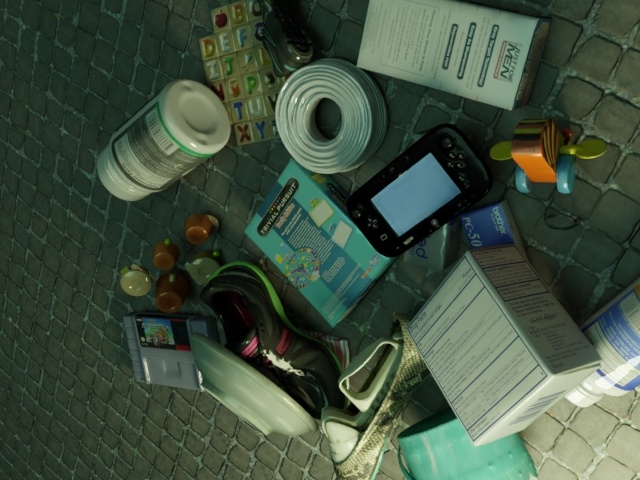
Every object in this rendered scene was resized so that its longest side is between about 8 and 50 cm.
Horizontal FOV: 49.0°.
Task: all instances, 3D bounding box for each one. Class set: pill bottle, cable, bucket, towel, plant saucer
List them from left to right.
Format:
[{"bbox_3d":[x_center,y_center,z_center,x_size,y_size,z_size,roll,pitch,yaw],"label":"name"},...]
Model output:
[{"bbox_3d":[-0.417,-0.248,1.818,0.361,0.204,0.204,-26,89,40],"label":"pill bottle"},{"bbox_3d":[-0.191,0.390,1.777,0.400,0.100,0.400,34,163,12],"label":"plant saucer"},{"bbox_3d":[-0.012,0.309,1.823,0.197,0.029,0.144,7,108,32],"label":"towel"},{"bbox_3d":[0.021,-0.279,1.584,0.257,0.089,0.257,-20,93,33],"label":"cable"},{"bbox_3d":[0.307,0.461,1.510,0.281,0.281,0.183,-31,77,36],"label":"bucket"},{"bbox_3d":[0.568,0.197,1.323,0.152,0.152,0.272,47,125,13],"label":"pill bottle"}]

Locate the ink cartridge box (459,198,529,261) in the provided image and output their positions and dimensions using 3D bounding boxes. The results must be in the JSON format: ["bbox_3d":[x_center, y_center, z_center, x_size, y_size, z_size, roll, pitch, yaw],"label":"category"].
[{"bbox_3d":[0.374,0.026,1.469,0.097,0.046,0.207,-19,93,35],"label":"ink cartridge box"}]

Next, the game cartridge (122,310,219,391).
[{"bbox_3d":[-0.445,0.329,2.104,0.355,0.068,0.230,-1,107,34],"label":"game cartridge"}]

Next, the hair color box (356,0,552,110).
[{"bbox_3d":[0.256,-0.389,1.388,0.347,0.105,0.174,24,116,27],"label":"hair color box"}]

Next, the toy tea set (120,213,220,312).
[{"bbox_3d":[-0.390,0.056,1.956,0.336,0.124,0.200,-38,116,18],"label":"toy tea set"}]

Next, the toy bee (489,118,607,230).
[{"bbox_3d":[0.416,-0.159,1.309,0.195,0.298,0.162,11,71,12],"label":"toy bee"}]

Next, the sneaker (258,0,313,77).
[{"bbox_3d":[-0.105,-0.495,1.586,0.106,0.101,0.267,-39,62,48],"label":"sneaker"}]

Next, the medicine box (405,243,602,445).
[{"bbox_3d":[0.342,0.200,1.371,0.289,0.149,0.263,61,140,30],"label":"medicine box"}]

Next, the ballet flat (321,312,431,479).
[{"bbox_3d":[0.107,0.368,1.605,0.182,0.164,0.483,23,103,-22],"label":"ballet flat"}]

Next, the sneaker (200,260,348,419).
[{"bbox_3d":[-0.128,0.270,1.744,0.483,0.202,0.185,46,123,11],"label":"sneaker"}]

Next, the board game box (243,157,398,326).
[{"bbox_3d":[0.000,0.000,1.692,0.336,0.079,0.254,47,124,14],"label":"board game box"}]

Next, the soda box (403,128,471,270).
[{"bbox_3d":[0.248,-0.088,1.491,0.098,0.091,0.286,14,111,30],"label":"soda box"}]

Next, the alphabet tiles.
[{"bbox_3d":[-0.173,-0.414,1.729,0.285,0.011,0.343,-4,102,35],"label":"alphabet tiles"}]

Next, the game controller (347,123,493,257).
[{"bbox_3d":[0.196,-0.094,1.426,0.319,0.067,0.166,-38,80,38],"label":"game controller"}]
